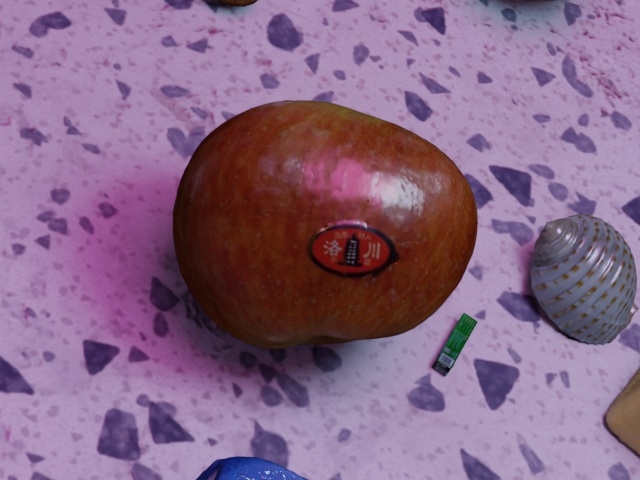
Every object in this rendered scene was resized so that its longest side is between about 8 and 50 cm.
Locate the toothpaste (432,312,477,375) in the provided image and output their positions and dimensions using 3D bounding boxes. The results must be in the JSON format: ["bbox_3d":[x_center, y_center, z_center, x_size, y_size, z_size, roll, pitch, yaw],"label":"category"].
[{"bbox_3d":[0.150,0.116,1.907,0.020,0.017,0.083,32,47,2],"label":"toothpaste"}]

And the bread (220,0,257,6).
[{"bbox_3d":[-0.107,-0.319,2.084,0.085,0.053,0.085,14,39,-12],"label":"bread"}]

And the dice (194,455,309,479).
[{"bbox_3d":[-0.069,0.296,1.576,0.146,0.143,0.146,31,47,-7],"label":"dice"}]

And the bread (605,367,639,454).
[{"bbox_3d":[0.510,0.175,1.937,0.236,0.198,0.263,46,50,1],"label":"bread"}]

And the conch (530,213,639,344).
[{"bbox_3d":[0.312,0.041,1.995,0.153,0.102,0.135,39,63,4],"label":"conch"}]

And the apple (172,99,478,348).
[{"bbox_3d":[0.000,0.000,1.759,0.309,0.277,0.250,15,72,6],"label":"apple"}]
